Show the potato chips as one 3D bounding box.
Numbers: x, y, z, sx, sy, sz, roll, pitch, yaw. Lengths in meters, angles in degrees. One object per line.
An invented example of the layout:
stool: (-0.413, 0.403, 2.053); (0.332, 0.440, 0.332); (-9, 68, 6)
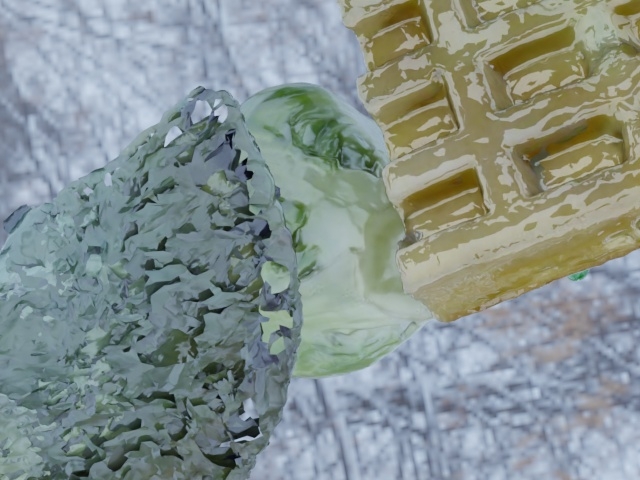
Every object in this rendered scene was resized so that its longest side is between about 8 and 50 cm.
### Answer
potato chips: (-0.107, 0.046, 0.512); (0.029, 0.219, 0.202); (-125, -141, -49)

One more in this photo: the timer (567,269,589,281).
timer: (0.186, -0.026, 1.242); (0.136, 0.099, 0.136); (160, -90, -79)

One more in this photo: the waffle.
waffle: (0.167, -0.147, 1.083); (0.077, 0.304, 0.348); (38, 33, -58)

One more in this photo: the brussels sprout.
brussels sprout: (0.000, 0.000, 1.254); (0.219, 0.210, 0.271); (-57, -149, -10)
